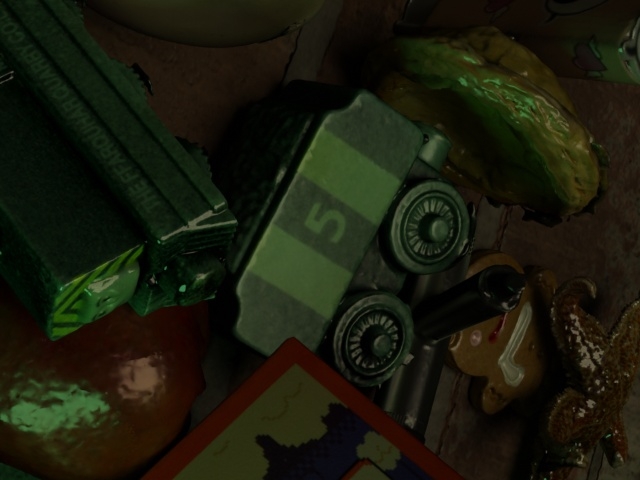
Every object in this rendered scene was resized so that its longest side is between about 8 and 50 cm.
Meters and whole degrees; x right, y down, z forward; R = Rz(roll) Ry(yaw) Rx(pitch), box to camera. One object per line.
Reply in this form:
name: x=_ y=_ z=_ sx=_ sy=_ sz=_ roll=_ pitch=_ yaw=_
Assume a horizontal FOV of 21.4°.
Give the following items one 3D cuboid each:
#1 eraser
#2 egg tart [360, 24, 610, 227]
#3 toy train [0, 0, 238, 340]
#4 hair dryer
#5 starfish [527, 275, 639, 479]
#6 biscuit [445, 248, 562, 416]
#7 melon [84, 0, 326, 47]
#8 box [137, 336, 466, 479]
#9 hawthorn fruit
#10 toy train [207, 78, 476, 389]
eraser: x=0.234 y=-0.222 z=1.677 sx=0.171 sy=0.290 sz=0.087 roll=-38 pitch=123 yaw=-32
egg tart: x=0.167 y=-0.121 z=1.653 sx=0.095 sy=0.279 sz=0.279 roll=-57 pitch=132 yaw=-16
toy train: x=-0.212 y=-0.064 z=1.282 sx=0.178 sy=0.330 sz=0.138 roll=-29 pitch=159 yaw=-29
hair dryer: x=0.094 y=0.121 z=1.665 sx=0.284 sy=0.155 sz=0.320 roll=81 pitch=24 yaw=-82
starfish: x=0.307 y=0.184 z=1.932 sx=0.303 sy=0.113 sz=0.312 roll=-32 pitch=134 yaw=-51
biscuit: x=0.207 y=0.100 z=1.907 sx=0.249 sy=0.035 sz=0.184 roll=40 pitch=71 yaw=-42
melon: x=-0.108 y=-0.273 z=1.377 sx=0.317 sy=0.223 sz=0.223 roll=14 pitch=89 yaw=-47
box: x=-0.054 y=0.332 z=1.442 sx=0.318 sy=0.257 sz=0.349 roll=-43 pitch=163 yaw=-32
hawthorn fruit: x=-0.218 y=0.087 z=1.373 sx=0.260 sy=0.224 sz=0.224 roll=15 pitch=88 yaw=-26
toy train: x=0.000 y=0.000 z=1.594 sx=0.238 sy=0.167 sz=0.299 roll=34 pitch=79 yaw=-33
